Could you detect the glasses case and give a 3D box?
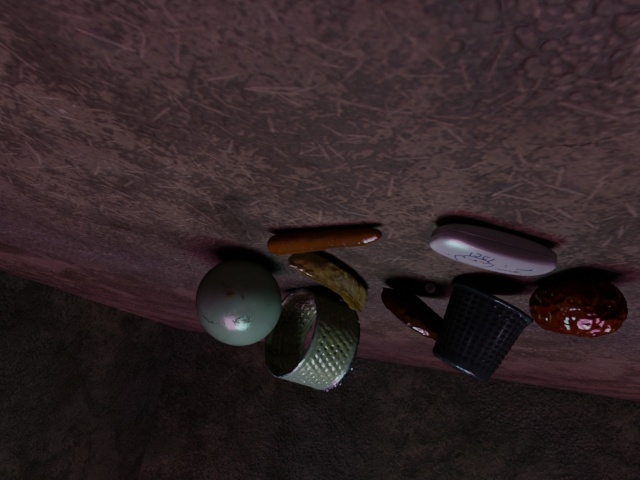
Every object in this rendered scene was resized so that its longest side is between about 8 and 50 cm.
[{"bbox_3d":[0.261,0.016,0.713,0.197,0.050,0.076,15,162,-12],"label":"glasses case"}]

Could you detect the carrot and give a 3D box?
[{"bbox_3d":[0.000,0.000,0.833,0.247,0.043,0.043,-5,156,37],"label":"carrot"}]

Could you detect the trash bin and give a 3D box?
[{"bbox_3d":[0.313,0.190,0.953,0.175,0.161,0.175,27,174,3],"label":"trash bin"}]

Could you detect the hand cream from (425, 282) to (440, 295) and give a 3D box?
[{"bbox_3d":[0.252,0.114,1.072,0.035,0.022,0.102,4,166,20],"label":"hand cream"}]

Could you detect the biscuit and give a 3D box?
[{"bbox_3d":[0.222,0.166,1.085,0.192,0.049,0.192,34,-172,-5],"label":"biscuit"}]

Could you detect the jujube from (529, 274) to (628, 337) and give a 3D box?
[{"bbox_3d":[0.449,0.116,0.837,0.112,0.109,0.176,49,168,0],"label":"jujube"}]

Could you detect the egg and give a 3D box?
[{"bbox_3d":[-0.193,0.148,1.130,0.202,0.203,0.283,10,166,1],"label":"egg"}]

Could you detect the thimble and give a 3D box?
[{"bbox_3d":[-0.027,0.275,1.324,0.150,0.271,0.270,25,158,-29],"label":"thimble"}]

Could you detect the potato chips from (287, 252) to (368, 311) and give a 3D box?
[{"bbox_3d":[0.051,0.105,1.096,0.080,0.057,0.407,16,167,28],"label":"potato chips"}]
